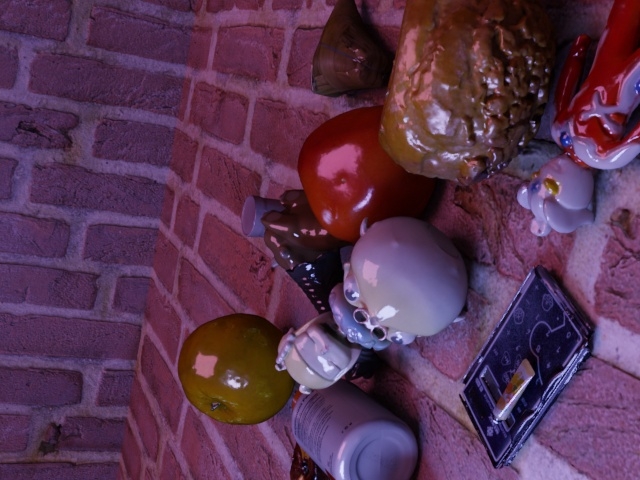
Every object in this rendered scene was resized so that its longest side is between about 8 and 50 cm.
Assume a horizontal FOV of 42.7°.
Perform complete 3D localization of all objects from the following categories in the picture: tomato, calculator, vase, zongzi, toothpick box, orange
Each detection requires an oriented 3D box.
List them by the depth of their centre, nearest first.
[{"bbox_3d":[0.283,0.180,1.164,0.165,0.028,0.274,-114,39,-48],"label":"calculator"},{"bbox_3d":[0.079,-0.116,1.450,0.260,0.180,0.259,8,106,31],"label":"tomato"},{"bbox_3d":[0.034,0.141,1.537,0.115,0.115,0.237,-27,88,61],"label":"vase"},{"bbox_3d":[0.080,-0.426,1.693,0.228,0.115,0.256,8,81,62],"label":"zongzi"},{"bbox_3d":[-0.189,0.294,1.888,0.279,0.279,0.235,-45,15,53],"label":"orange"},{"bbox_3d":[-0.099,-0.049,1.908,0.098,0.149,0.098,-173,90,-65],"label":"toothpick box"}]

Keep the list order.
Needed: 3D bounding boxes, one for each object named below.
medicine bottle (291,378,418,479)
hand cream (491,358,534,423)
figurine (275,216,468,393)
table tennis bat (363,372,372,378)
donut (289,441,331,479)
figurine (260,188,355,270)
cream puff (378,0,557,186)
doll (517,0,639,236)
[{"bbox_3d":[0.044,0.345,1.485,0.289,0.157,0.157,-157,75,-65],"label":"medicine bottle"},{"bbox_3d":[0.266,0.212,1.135,0.035,0.022,0.102,-104,32,-59],"label":"hand cream"},{"bbox_3d":[0.078,0.120,1.389,0.394,0.226,0.274,-46,-1,25],"label":"figurine"},{"bbox_3d":[0.086,0.231,1.602,0.050,0.007,0.083,-58,36,44],"label":"table tennis bat"},{"bbox_3d":[-0.018,0.476,1.701,0.140,0.059,0.140,-174,90,-65],"label":"donut"},{"bbox_3d":[-0.003,-0.003,1.685,0.177,0.247,0.173,-75,-26,-49],"label":"figurine"},{"bbox_3d":[0.214,-0.238,1.178,0.343,0.231,0.327,40,-121,-87],"label":"cream puff"},{"bbox_3d":[0.360,-0.174,1.027,0.188,0.099,0.384,53,128,56],"label":"doll"}]
